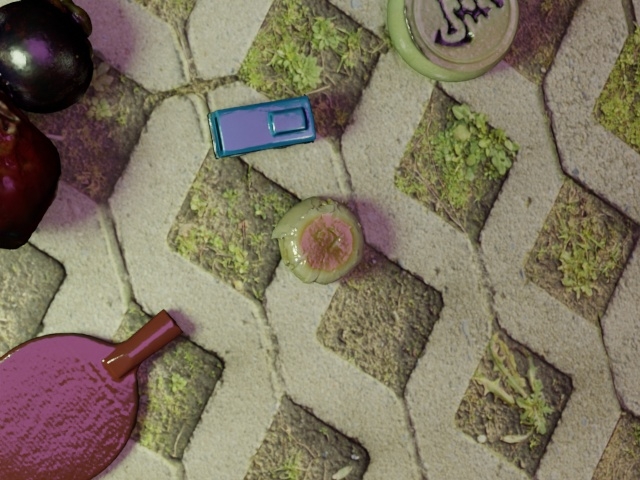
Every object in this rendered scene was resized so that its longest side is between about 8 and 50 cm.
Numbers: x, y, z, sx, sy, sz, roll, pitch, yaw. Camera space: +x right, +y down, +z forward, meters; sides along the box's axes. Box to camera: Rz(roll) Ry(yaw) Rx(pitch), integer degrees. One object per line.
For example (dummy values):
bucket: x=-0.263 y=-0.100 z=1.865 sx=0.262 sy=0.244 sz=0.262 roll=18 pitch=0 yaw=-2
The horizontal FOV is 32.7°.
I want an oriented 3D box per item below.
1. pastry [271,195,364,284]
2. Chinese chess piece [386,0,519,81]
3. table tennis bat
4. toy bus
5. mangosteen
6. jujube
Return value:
pastry: x=0.000 y=0.000 z=1.979 sx=0.166 sy=0.088 sz=0.166 roll=0 pitch=89 yaw=-17
Chinese chess piece: x=0.247 y=-0.419 z=2.024 sx=0.250 sy=0.101 sz=0.250 roll=-1 pitch=93 yaw=-14
table tennis bat: x=-0.419 y=0.266 z=1.896 sx=0.415 sy=0.051 sz=0.268 roll=-39 pitch=102 yaw=-9
toy bus: x=-0.099 y=-0.201 z=1.935 sx=0.185 sy=0.106 sz=0.090 roll=-12 pitch=93 yaw=-15
mangosteen: x=-0.454 y=-0.321 z=1.806 sx=0.194 sy=0.194 sz=0.230 roll=42 pitch=55 yaw=-13
jujube: x=-0.580 y=-0.150 z=1.728 sx=0.258 sy=0.258 sz=0.376 roll=-45 pitch=100 yaw=-9
